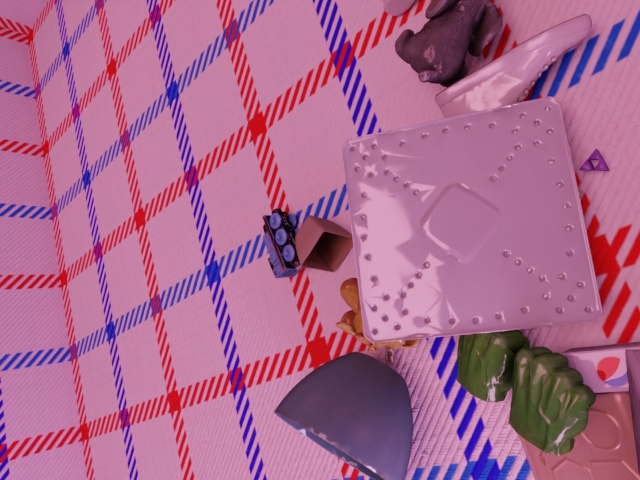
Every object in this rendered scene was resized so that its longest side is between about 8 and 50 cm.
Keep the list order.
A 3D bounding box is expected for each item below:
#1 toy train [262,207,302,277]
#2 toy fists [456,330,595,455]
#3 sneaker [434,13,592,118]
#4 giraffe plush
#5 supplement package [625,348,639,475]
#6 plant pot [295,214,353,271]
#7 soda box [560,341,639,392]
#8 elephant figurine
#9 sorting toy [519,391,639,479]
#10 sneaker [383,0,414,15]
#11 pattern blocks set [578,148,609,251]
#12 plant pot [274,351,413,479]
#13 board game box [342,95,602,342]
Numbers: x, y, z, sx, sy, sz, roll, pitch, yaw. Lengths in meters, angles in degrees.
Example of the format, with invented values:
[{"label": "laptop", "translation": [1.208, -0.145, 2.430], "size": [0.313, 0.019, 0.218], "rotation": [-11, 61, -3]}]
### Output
[{"label": "toy train", "translation": [-0.099, 0.007, 1.297], "size": [0.105, 0.080, 0.184], "rotation": [-42, 63, 37]}, {"label": "toy fists", "translation": [0.343, 0.229, 0.859], "size": [0.279, 0.096, 0.142], "rotation": [-143, 49, -63]}, {"label": "sneaker", "translation": [0.371, -0.297, 0.926], "size": [0.290, 0.106, 0.123], "rotation": [-27, 96, 33]}, {"label": "giraffe plush", "translation": [0.112, 0.162, 1.022], "size": [0.182, 0.170, 0.210], "rotation": [-20, 77, 14]}, {"label": "supplement package", "translation": [0.555, 0.258, 0.626], "size": [0.262, 0.145, 0.203], "rotation": [-7, 102, 25]}, {"label": "plant pot", "translation": [0.000, 0.000, 1.201], "size": [0.109, 0.109, 0.096], "rotation": [-57, 44, 22]}, {"label": "soda box", "translation": [0.508, 0.198, 0.784], "size": [0.216, 0.074, 0.069], "rotation": [-17, 77, 38]}, {"label": "elephant figurine", "translation": [0.266, -0.431, 0.954], "size": [0.239, 0.170, 0.186], "rotation": [-53, 52, 29]}, {"label": "sorting toy", "translation": [0.451, 0.359, 0.831], "size": [0.208, 0.038, 0.192], "rotation": [-29, 74, 43]}, {"label": "sneaker", "translation": [0.218, -0.589, 1.070], "size": [0.212, 0.080, 0.094], "rotation": [-22, 62, 38]}, {"label": "pattern blocks set", "translation": [0.379, -0.058, 0.935], "size": [0.325, 0.026, 0.285], "rotation": [-48, 60, 27]}, {"label": "plant pot", "translation": [0.076, 0.352, 1.035], "size": [0.290, 0.290, 0.195], "rotation": [14, 62, 39]}, {"label": "board game box", "translation": [0.252, -0.030, 0.892], "size": [0.390, 0.050, 0.389], "rotation": [-9, 80, 16]}]
